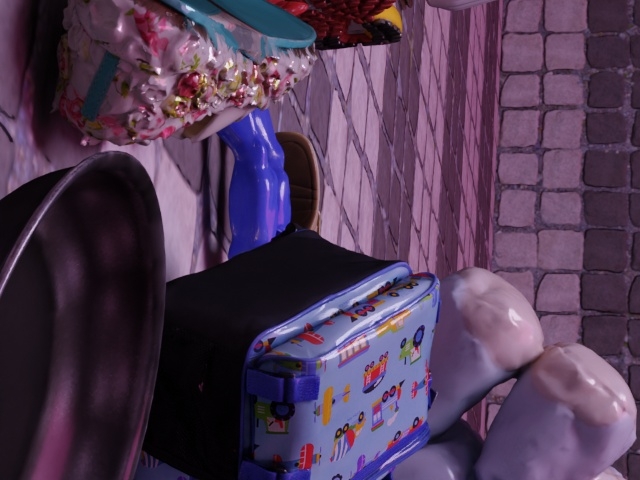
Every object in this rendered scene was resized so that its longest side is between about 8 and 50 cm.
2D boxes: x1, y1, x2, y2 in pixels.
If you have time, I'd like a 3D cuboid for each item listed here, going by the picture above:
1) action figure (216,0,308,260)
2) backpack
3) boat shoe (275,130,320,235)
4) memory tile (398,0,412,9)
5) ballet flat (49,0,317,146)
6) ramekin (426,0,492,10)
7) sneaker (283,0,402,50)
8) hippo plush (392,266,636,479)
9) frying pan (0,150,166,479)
[{"bbox_3d":[0.000,0.000,0.877,0.091,0.139,0.280,-6,99,-78],"label":"action figure"},{"bbox_3d":[-0.020,0.097,0.755,0.158,0.117,0.173,-22,123,-51],"label":"backpack"},{"bbox_3d":[-0.025,-0.009,0.969,0.045,0.050,0.135,-70,168,-68],"label":"boat shoe"},{"bbox_3d":[0.041,-0.264,1.222,0.113,0.012,0.148,60,9,-69],"label":"memory tile"},{"bbox_3d":[-0.066,-0.083,0.711,0.077,0.091,0.241,-60,169,12],"label":"ballet flat"},{"bbox_3d":[0.098,-0.303,1.176,0.273,0.127,0.273,-23,90,-83],"label":"ramekin"},{"bbox_3d":[0.010,-0.200,1.070,0.225,0.088,0.093,60,24,-83],"label":"sneaker"},{"bbox_3d":[0.031,0.157,0.947,0.236,0.294,0.234,-31,103,-47],"label":"hippo plush"},{"bbox_3d":[-0.101,0.114,0.560,0.197,0.053,0.326,-66,164,-50],"label":"frying pan"}]
